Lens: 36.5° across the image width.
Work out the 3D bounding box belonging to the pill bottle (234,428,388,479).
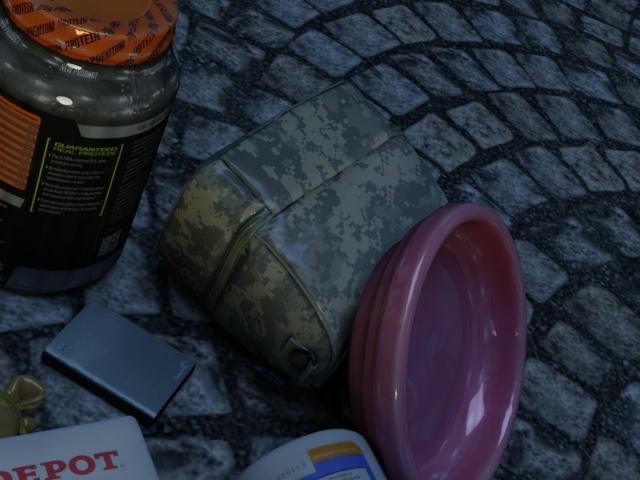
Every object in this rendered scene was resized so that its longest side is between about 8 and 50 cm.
[{"bbox_3d":[0.031,0.317,0.851,0.152,0.152,0.272,-4,49,-33],"label":"pill bottle"}]

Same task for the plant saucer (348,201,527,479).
[{"bbox_3d":[0.127,0.123,1.040,0.084,0.332,0.332,4,28,32],"label":"plant saucer"}]

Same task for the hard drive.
[{"bbox_3d":[-0.210,0.127,1.022,0.135,0.022,0.094,31,39,4],"label":"hard drive"}]

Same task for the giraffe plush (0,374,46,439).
[{"bbox_3d":[-0.333,0.163,0.834,0.170,0.181,0.210,26,3,-18],"label":"giraffe plush"}]

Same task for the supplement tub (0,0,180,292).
[{"bbox_3d":[-0.270,-0.123,1.011,0.207,0.338,0.207,16,40,-15],"label":"supplement tub"}]

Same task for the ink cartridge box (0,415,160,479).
[{"bbox_3d":[-0.216,0.342,0.669,0.285,0.166,0.395,-4,48,-33],"label":"ink cartridge box"}]

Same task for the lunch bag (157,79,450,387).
[{"bbox_3d":[0.000,0.000,1.126,0.256,0.212,0.305,45,48,12],"label":"lunch bag"}]
